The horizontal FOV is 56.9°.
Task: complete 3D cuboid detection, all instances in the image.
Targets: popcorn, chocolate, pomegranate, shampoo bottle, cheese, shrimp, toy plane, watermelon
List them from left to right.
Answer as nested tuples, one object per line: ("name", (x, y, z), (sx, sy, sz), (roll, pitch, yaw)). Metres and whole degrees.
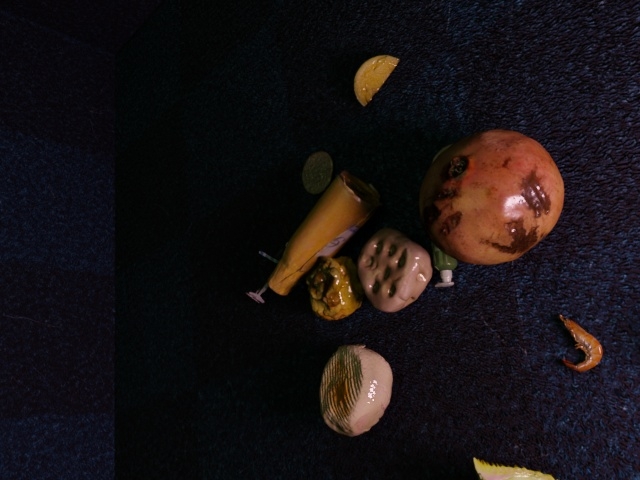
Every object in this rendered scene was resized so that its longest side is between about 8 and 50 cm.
("toy plane", (-0.127, 0.105, 1.982), (0.182, 0.107, 0.273), (24, 124, 5))
("chocolate", (0.000, 0.000, 1.800), (0.445, 0.162, 0.162), (-51, 49, 23))
("popcorn", (0.037, 0.141, 1.737), (0.198, 0.156, 0.197), (-12, 76, 57))
("watermelon", (0.164, -0.519, 1.855), (0.092, 0.075, 0.181), (36, 115, -1))
("cheese", (0.204, 0.078, 1.597), (0.218, 0.117, 0.235), (-15, 69, 45))
("shampoo bottle", (0.317, 0.020, 1.538), (0.065, 0.065, 0.204), (-18, 68, 42))
("pomegranate", (0.381, -0.097, 1.350), (0.322, 0.322, 0.322), (-14, 70, 44))
("shrimp", (0.545, 0.221, 1.276), (0.091, 0.025, 0.127), (-49, 52, 29))

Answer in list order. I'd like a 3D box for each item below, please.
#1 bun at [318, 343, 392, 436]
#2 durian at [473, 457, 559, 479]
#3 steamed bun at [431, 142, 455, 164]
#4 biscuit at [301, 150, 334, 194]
("bun", (0.101, 0.400, 1.602), (0.244, 0.153, 0.243), (-32, 44, 37))
("durian", (0.462, 0.574, 1.169), (0.355, 0.169, 0.157), (25, 97, 48))
("steamed bun", (0.346, -0.192, 1.539), (0.130, 0.091, 0.112), (-47, 52, 27))
("biscuit", (-0.008, -0.226, 1.970), (0.152, 0.020, 0.152), (-12, 72, 43))
